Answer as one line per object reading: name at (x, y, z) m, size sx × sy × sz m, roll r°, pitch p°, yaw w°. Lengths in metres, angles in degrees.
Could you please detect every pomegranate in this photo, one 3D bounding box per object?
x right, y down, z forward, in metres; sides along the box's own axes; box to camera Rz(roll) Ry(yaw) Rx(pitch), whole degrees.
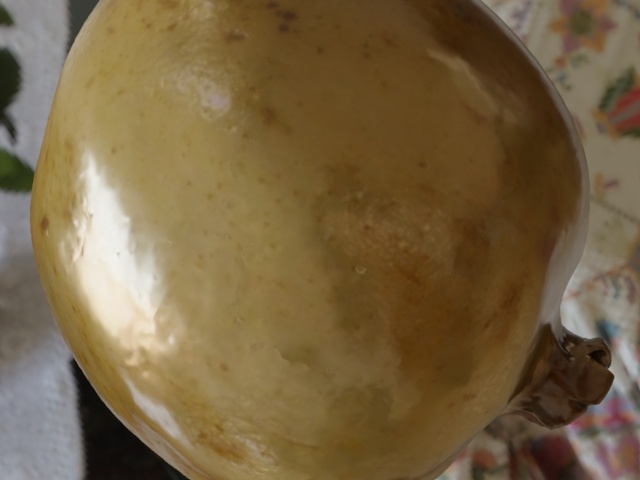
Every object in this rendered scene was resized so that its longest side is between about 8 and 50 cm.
pomegranate at (-0.012, -0.014, 0.913) m, size 0.307 × 0.307 × 0.307 m, roll -16°, pitch 44°, yaw 16°
